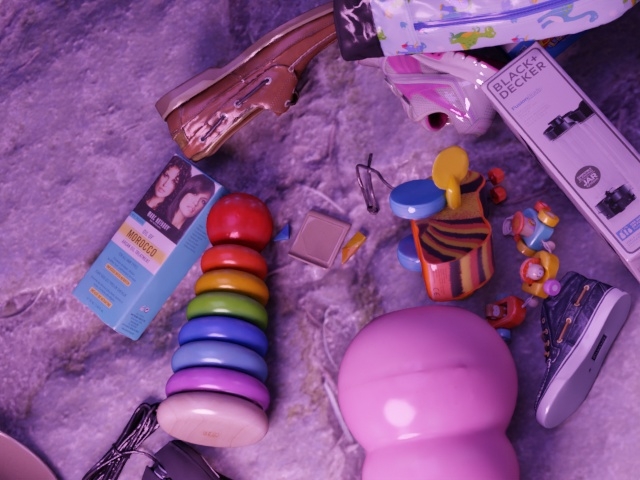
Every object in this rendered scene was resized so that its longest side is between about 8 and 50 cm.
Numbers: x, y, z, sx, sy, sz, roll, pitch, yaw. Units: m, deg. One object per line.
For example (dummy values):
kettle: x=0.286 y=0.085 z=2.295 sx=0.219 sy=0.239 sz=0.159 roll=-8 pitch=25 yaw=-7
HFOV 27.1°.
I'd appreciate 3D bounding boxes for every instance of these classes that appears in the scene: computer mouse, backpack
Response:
computer mouse: x=-0.207 y=0.338 z=1.689 sx=0.262 sy=0.060 sz=0.184 roll=40 pitch=90 yaw=32
backpack: x=0.217 y=-0.352 z=1.552 sx=0.355 sy=0.273 sz=0.290 roll=10 pitch=46 yaw=15

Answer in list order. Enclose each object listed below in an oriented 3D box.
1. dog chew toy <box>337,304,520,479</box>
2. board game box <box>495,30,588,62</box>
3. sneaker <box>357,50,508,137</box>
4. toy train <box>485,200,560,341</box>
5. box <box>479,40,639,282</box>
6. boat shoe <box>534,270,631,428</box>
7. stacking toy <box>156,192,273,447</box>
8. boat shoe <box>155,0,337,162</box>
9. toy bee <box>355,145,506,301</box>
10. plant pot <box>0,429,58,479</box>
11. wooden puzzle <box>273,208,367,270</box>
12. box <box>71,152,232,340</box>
dog chew toy: x=0.133 y=0.246 z=1.493 sx=0.206 sy=0.206 sz=0.332 roll=-13 pitch=74 yaw=20
board game box: x=0.288 y=-0.416 z=1.727 sx=0.302 sy=0.086 sz=0.308 roll=-40 pitch=59 yaw=7
sneaker: x=0.131 y=-0.202 z=1.709 sx=0.252 sy=0.103 sz=0.111 roll=27 pitch=106 yaw=44
toy train: x=0.230 y=0.030 z=1.580 sx=0.125 sy=0.046 sz=0.166 roll=-26 pitch=51 yaw=52
box: x=0.319 y=-0.080 z=1.537 sx=0.087 sy=0.169 sz=0.290 roll=-39 pitch=59 yaw=7
boat shoe: x=0.283 y=0.126 z=1.542 sx=0.083 sy=0.065 sz=0.183 roll=26 pitch=80 yaw=39
stacking toy: x=-0.120 y=0.092 z=1.714 sx=0.141 sy=0.141 sz=0.330 roll=-6 pitch=61 yaw=23
boat shoe: x=-0.072 y=-0.217 z=1.822 sx=0.307 sy=0.111 sz=0.104 roll=-31 pitch=86 yaw=9
toy bee: x=0.160 y=-0.043 z=1.605 sx=0.162 sy=0.195 sz=0.298 roll=-16 pitch=51 yaw=-7
plant pot: x=-0.506 y=0.405 z=1.719 sx=0.256 sy=0.256 sz=0.274 roll=42 pitch=108 yaw=31
wooden puzzle: x=0.000 y=0.000 z=1.748 sx=0.116 sy=0.014 sz=0.078 roll=29 pitch=81 yaw=31
box: x=-0.226 y=0.008 z=1.823 sx=0.100 sy=0.060 sz=0.244 roll=35 pitch=88 yaw=31
